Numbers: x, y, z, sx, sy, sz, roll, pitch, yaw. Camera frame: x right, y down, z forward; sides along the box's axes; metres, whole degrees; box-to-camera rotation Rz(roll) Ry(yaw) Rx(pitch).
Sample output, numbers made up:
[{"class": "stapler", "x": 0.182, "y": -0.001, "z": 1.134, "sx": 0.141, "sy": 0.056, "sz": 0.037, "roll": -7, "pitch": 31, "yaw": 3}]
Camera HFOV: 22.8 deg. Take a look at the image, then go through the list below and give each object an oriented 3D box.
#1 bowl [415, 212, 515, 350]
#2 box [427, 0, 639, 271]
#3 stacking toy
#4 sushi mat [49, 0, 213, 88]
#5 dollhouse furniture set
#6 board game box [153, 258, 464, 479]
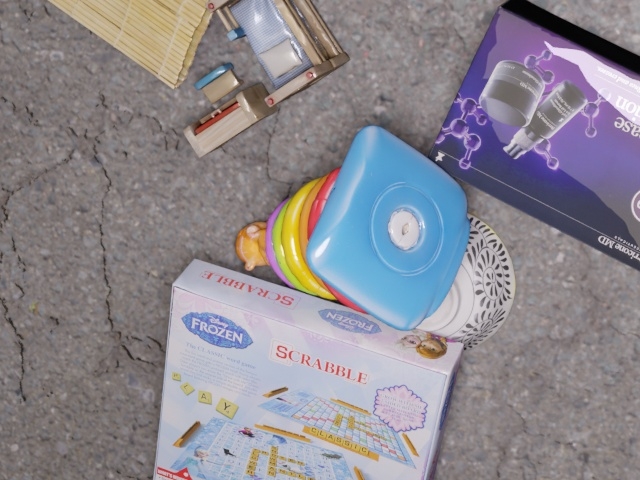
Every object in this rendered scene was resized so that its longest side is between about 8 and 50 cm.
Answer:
[{"class": "bowl", "x": 0.122, "y": 0.053, "z": 1.722, "sx": 0.170, "sy": 0.080, "sz": 0.170, "roll": 4, "pitch": 106, "yaw": 16}, {"class": "box", "x": 0.268, "y": -0.108, "z": 1.627, "sx": 0.261, "sy": 0.103, "sz": 0.184, "roll": 27, "pitch": 112, "yaw": 9}, {"class": "stacking toy", "x": 0.000, "y": 0.000, "z": 1.686, "sx": 0.165, "sy": 0.175, "sz": 0.302, "roll": 35, "pitch": 157, "yaw": -28}, {"class": "sushi mat", "x": -0.245, "y": -0.313, "z": 1.746, "sx": 0.316, "sy": 0.019, "sz": 0.151, "roll": 36, "pitch": 113, "yaw": 18}, {"class": "dollhouse furniture set", "x": -0.091, "y": -0.190, "z": 1.700, "sx": 0.183, "sy": 0.129, "sz": 0.129, "roll": -32, "pitch": 93, "yaw": 22}, {"class": "board game box", "x": -0.023, "y": 0.208, "z": 1.773, "sx": 0.318, "sy": 0.066, "sz": 0.318, "roll": 18, "pitch": 124, "yaw": 12}]
